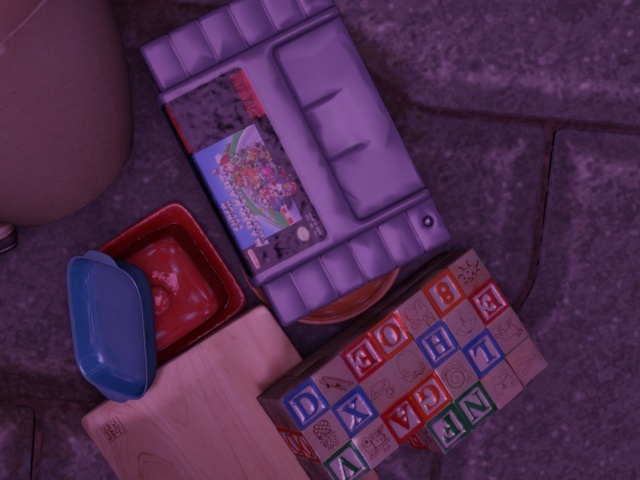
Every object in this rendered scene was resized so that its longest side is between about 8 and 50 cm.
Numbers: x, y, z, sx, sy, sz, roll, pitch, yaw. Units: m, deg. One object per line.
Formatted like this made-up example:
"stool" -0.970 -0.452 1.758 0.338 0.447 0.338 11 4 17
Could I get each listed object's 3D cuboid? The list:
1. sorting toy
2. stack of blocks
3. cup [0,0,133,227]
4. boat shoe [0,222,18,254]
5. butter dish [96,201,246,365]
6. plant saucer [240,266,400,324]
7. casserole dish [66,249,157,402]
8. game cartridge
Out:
"sorting toy" -0.106 0.239 1.533 0.255 0.089 0.257 -32 98 2
"stack of blocks" 0.097 0.163 1.476 0.297 0.087 0.171 -36 99 -21
"cup" -0.335 -0.152 1.376 0.331 0.331 0.237 -32 125 2
"boat shoe" -0.468 0.060 1.488 0.285 0.103 0.092 -26 104 5
"butter dish" -0.188 0.062 1.488 0.160 0.118 0.160 -33 99 2
"plant saucer" 0.000 0.000 1.529 0.200 0.037 0.199 0 98 -4
"casserole dish" -0.230 0.093 1.440 0.114 0.037 0.188 15 119 31
"game cartridge" -0.030 -0.105 1.445 0.230 0.068 0.355 -28 95 -10
